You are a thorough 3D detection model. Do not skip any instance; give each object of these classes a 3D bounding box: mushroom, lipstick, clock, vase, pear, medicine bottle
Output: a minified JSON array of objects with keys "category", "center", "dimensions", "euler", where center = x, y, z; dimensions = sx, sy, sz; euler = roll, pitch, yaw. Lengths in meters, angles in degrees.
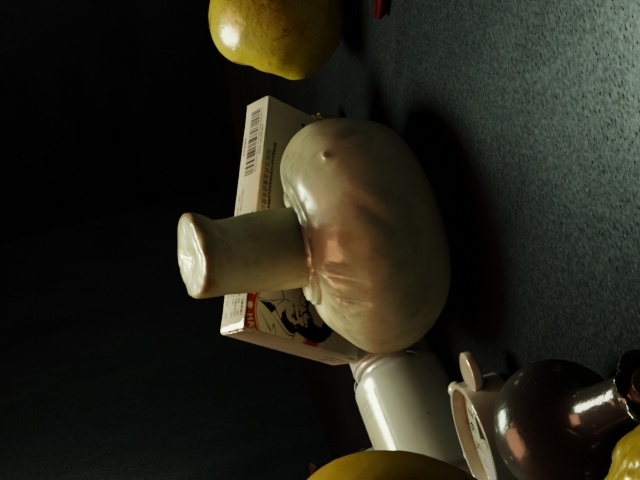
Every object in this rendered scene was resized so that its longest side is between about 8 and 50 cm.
[{"category":"mushroom","center":[0.030,-0.020,1.163],"dimensions":[0.356,0.315,0.315],"euler":[26,-147,-44]},{"category":"lipstick","center":[0.075,-0.325,1.107],"dimensions":[0.176,0.027,0.027],"euler":[91,161,-65]},{"category":"clock","center":[0.210,0.235,1.097],"dimensions":[0.155,0.063,0.229],"euler":[-133,29,-77]},{"category":"vase","center":[0.218,0.143,0.754],"dimensions":[0.183,0.120,0.120],"euler":[124,132,-60]},{"category":"pear","center":[-0.060,-0.348,1.372],"dimensions":[0.209,0.208,0.209],"euler":[165,90,-81]},{"category":"medicine bottle","center":[0.130,0.243,1.337],"dimensions":[0.143,0.143,0.258],"euler":[88,164,-55]}]

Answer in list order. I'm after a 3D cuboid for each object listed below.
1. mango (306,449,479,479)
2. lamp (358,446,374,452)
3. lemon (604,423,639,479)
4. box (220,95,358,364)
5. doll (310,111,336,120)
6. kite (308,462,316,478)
[{"category":"mango","center":[0.138,0.429,1.029],"dimensions":[0.446,0.300,0.232],"euler":[45,-157,-7]},{"category":"lamp","center":[0.136,0.476,1.608],"dimensions":[0.198,0.197,0.244],"euler":[178,68,-81]},{"category":"lemon","center":[0.227,0.159,0.423],"dimensions":[0.231,0.192,0.192],"euler":[38,143,58]},{"category":"box","center":[-0.029,-0.012,1.354],"dimensions":[0.069,0.214,0.353],"euler":[-15,62,46]},{"category":"doll","center":[0.019,-0.124,1.568],"dimensions":[0.105,0.114,0.221],"euler":[100,148,-48]},{"category":"kite","center":[0.045,0.465,1.233],"dimensions":[0.204,0.022,0.360],"euler":[38,-158,-26]}]
